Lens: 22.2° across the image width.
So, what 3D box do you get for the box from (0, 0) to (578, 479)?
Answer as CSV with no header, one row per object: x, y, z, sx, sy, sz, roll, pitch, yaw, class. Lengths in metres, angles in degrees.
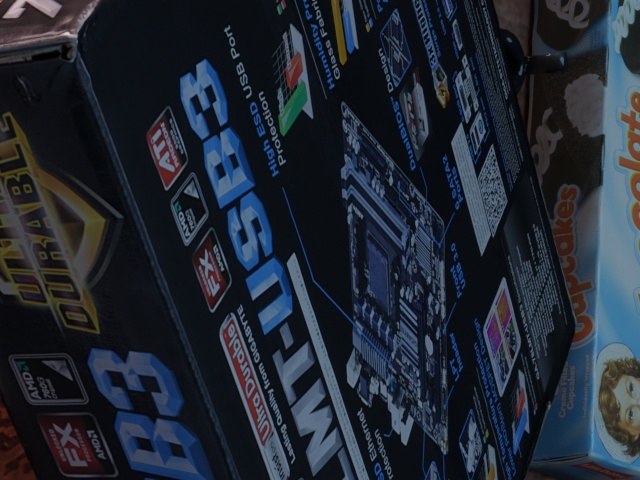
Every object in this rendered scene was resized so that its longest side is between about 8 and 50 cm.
0.000,0.000,0.543,0.293,0.073,0.295,-60,139,-50,box

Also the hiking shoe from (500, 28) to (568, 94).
0.006,-0.085,0.716,0.227,0.114,0.086,-5,84,-45,hiking shoe

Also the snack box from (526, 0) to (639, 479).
0.194,-0.015,0.924,0.187,0.060,0.322,20,67,-40,snack box
